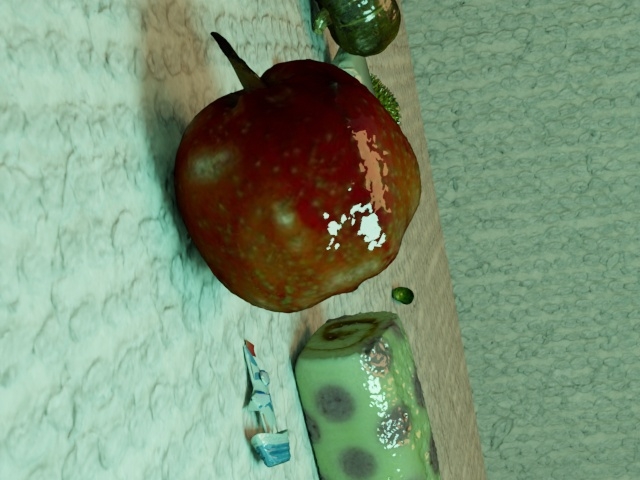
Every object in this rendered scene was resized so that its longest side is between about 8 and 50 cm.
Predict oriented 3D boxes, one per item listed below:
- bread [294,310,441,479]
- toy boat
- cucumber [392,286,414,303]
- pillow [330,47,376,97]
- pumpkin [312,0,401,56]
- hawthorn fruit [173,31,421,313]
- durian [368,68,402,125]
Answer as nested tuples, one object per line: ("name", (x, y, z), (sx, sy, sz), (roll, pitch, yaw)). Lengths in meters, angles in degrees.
("bread", (0.078, 0.281, 1.560), (0.187, 0.155, 0.338), (-54, 134, -68))
("toy boat", (-0.067, 0.198, 1.281), (0.105, 0.034, 0.149), (58, 13, -55))
("cucumber", (0.190, 0.124, 2.495), (0.168, 0.039, 0.039), (25, 56, -74))
("pillow", (0.077, -0.265, 2.161), (0.144, 0.078, 0.254), (-81, 157, -56))
("pumpkin", (0.051, -0.435, 2.025), (0.219, 0.162, 0.219), (57, 2, -3))
("hawthorn fruit", (-0.040, -0.083, 1.134), (0.300, 0.254, 0.254), (60, 18, -16))
("durian", (0.123, -0.285, 2.372), (0.137, 0.095, 0.221), (61, 17, -60))
